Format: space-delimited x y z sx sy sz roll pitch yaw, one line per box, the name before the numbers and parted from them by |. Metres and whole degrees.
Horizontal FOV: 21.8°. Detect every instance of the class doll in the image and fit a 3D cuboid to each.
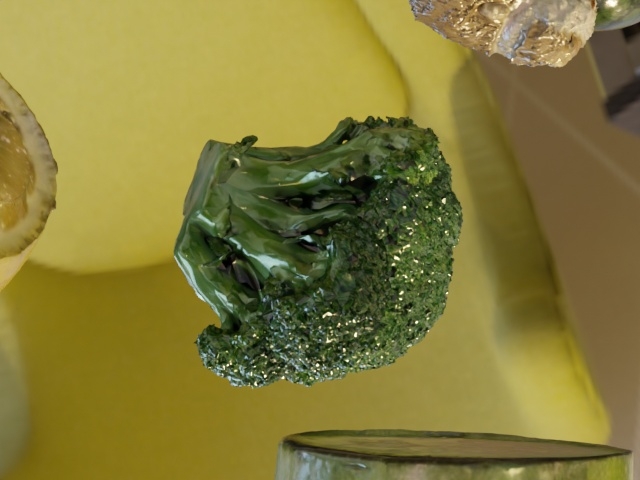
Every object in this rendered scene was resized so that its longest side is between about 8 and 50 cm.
doll | 0.128 -0.214 1.373 0.221 0.105 0.115 21 167 -17

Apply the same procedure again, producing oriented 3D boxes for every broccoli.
broccoli | 0.000 0.000 1.435 0.245 0.294 0.265 19 136 -4

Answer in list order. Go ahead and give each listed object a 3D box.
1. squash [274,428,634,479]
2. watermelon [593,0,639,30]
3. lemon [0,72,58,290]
squash | 0.084 0.333 1.194 0.263 0.384 0.263 3 179 0
watermelon | 0.296 -0.313 1.718 0.188 0.188 0.215 1 165 -21
lemon | -0.482 -0.044 1.727 0.364 0.364 0.364 -9 149 -5
